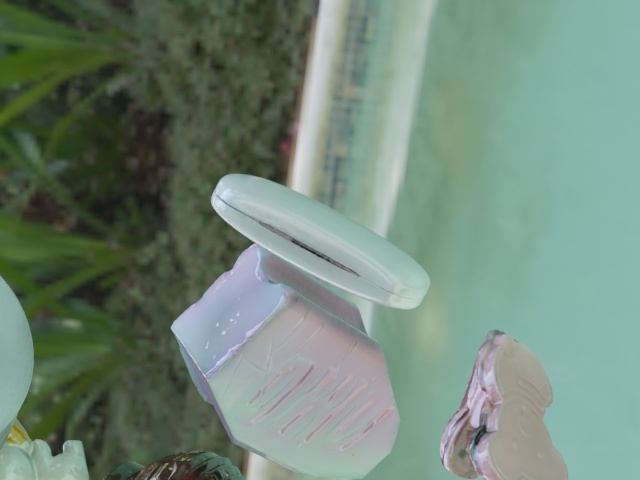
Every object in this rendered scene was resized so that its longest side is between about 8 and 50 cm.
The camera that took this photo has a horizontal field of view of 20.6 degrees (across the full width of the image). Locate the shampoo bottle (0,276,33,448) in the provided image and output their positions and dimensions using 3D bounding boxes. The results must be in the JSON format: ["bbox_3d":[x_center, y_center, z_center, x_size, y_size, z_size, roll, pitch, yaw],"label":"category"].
[{"bbox_3d":[-0.441,0.142,1.799,0.266,0.273,0.273,-34,44,51],"label":"shampoo bottle"}]

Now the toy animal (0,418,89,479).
[{"bbox_3d":[-0.349,0.269,1.956,0.127,0.181,0.131,-128,46,-53],"label":"toy animal"}]

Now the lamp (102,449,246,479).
[{"bbox_3d":[-0.163,0.365,2.071,0.247,0.247,0.247,-173,90,-86],"label":"lamp"}]

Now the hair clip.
[{"bbox_3d":[0.175,0.159,1.588,0.102,0.123,0.138,17,81,48],"label":"hair clip"}]

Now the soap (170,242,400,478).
[{"bbox_3d":[-0.024,0.153,1.986,0.193,0.324,0.109,-44,48,12],"label":"soap"}]

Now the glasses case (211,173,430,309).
[{"bbox_3d":[0.000,0.000,1.738,0.059,0.233,0.092,-65,-8,15],"label":"glasses case"}]
